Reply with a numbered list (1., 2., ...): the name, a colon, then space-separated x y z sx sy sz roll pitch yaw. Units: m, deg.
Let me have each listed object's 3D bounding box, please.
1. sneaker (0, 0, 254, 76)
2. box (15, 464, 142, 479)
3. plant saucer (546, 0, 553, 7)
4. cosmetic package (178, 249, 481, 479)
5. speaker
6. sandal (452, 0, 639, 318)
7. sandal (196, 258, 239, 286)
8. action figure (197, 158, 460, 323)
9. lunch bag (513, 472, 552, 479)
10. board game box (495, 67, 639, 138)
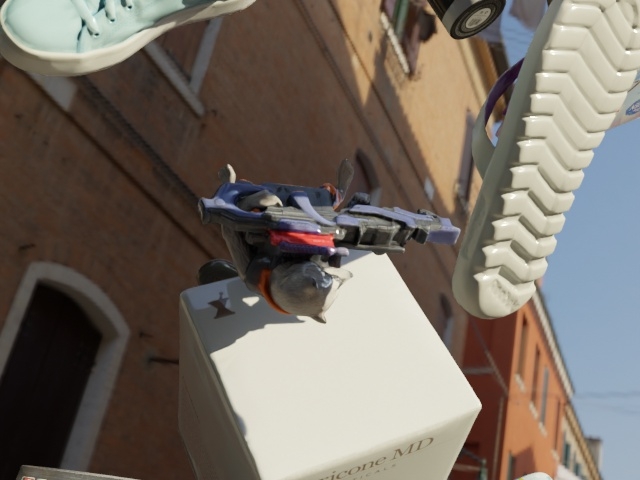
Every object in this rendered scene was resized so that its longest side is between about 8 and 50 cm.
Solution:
1. sneaker: -0.205 -0.315 0.988 0.135 0.366 0.150 50 -32 10
2. box: -0.239 0.345 0.833 0.183 0.231 0.056 6 -40 6
3. plant saucer: 0.542 -0.453 1.574 0.277 0.278 0.041 19 -10 -14
4. cosmetic package: -0.016 0.273 1.309 0.329 0.327 0.394 -14 -38 -21
5. speaker: 0.099 -0.239 0.723 0.055 0.136 0.055 -26 -17 -9
6. sandal: 0.222 -0.119 0.922 0.169 0.417 0.102 15 10 -45
7. sandal: -0.108 0.102 1.426 0.219 0.060 0.090 34 -71 -32
8. action figure: 0.000 0.000 1.168 0.341 0.330 0.179 9 -61 -8
9. lunch bag: 0.325 0.487 1.375 0.176 0.090 0.219 -18 -63 -9
10. board game box: 0.413 -0.269 1.126 0.318 0.066 0.318 -21 -31 -38
